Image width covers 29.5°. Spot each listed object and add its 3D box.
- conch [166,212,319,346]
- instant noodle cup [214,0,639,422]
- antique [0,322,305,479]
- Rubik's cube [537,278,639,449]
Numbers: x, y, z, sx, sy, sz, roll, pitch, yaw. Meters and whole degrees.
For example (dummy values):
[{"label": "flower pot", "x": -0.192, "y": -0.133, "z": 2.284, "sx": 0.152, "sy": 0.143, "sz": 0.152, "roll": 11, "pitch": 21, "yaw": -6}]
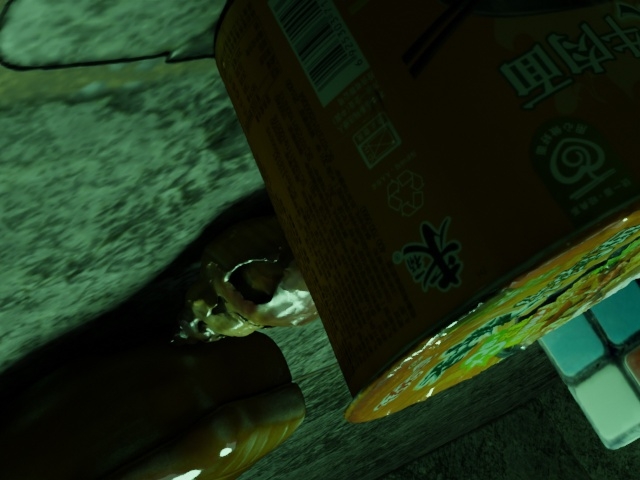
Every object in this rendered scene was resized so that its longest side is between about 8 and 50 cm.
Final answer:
[{"label": "conch", "x": 0.000, "y": 0.005, "z": 0.799, "sx": 0.232, "sy": 0.080, "sz": 0.086, "roll": -26, "pitch": -177, "yaw": -12}, {"label": "instant noodle cup", "x": 0.067, "y": -0.049, "z": 0.558, "sx": 0.230, "sy": 0.182, "sz": 0.230, "roll": -29, "pitch": 165, "yaw": -9}, {"label": "antique", "x": -0.145, "y": 0.154, "z": 0.889, "sx": 0.278, "sy": 0.129, "sz": 0.223, "roll": -39, "pitch": 164, "yaw": 34}, {"label": "Rubik's cube", "x": 0.317, "y": -0.019, "z": 1.006, "sx": 0.259, "sy": 0.253, "sz": 0.256, "roll": -20, "pitch": 162, "yaw": -42}]
